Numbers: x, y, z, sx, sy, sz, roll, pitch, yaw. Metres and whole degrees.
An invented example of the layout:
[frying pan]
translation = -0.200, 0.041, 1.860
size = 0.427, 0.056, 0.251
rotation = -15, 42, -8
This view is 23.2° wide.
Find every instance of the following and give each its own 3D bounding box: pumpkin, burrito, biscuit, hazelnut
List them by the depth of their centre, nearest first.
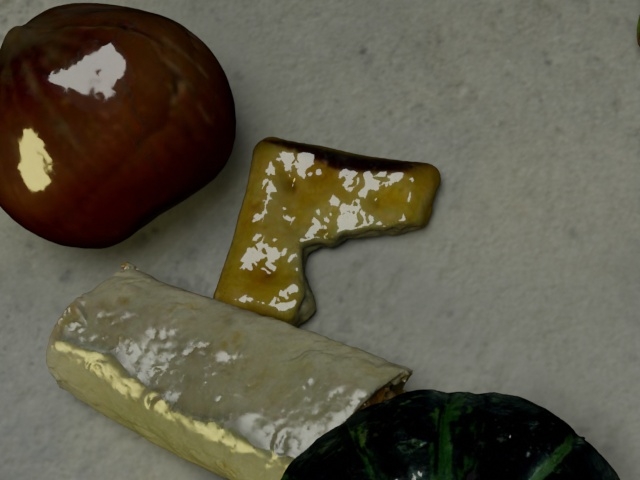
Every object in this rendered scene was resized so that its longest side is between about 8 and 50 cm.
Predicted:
[pumpkin]
translation = 0.092, 0.258, 1.143
size = 0.315, 0.238, 0.315
rotation = -3, 74, 10
[burrito]
translation = -0.083, 0.122, 1.311
size = 0.299, 0.105, 0.143
rotation = 20, 82, 21
[hazelnut]
translation = -0.197, -0.107, 1.362
size = 0.229, 0.229, 0.230
rotation = -5, 70, 12
[biscuit]
translation = 0.000, 0.000, 1.374
size = 0.174, 0.039, 0.183
rotation = 14, 75, 16

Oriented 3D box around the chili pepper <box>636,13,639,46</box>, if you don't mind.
[chili pepper]
translation = 0.407, -0.316, 1.361
size = 0.368, 0.092, 0.137
rotation = -31, 77, 4
